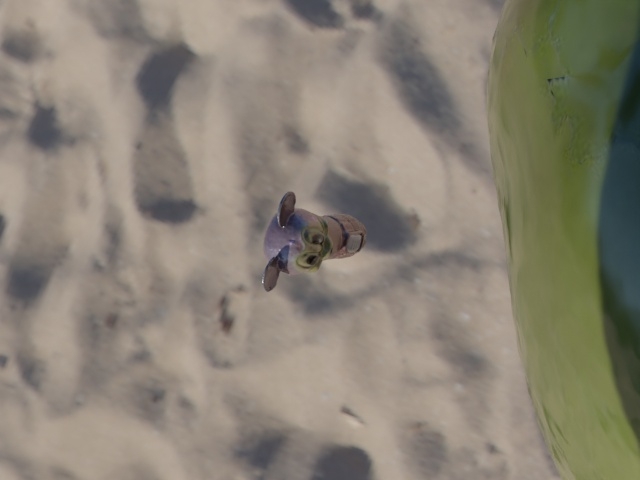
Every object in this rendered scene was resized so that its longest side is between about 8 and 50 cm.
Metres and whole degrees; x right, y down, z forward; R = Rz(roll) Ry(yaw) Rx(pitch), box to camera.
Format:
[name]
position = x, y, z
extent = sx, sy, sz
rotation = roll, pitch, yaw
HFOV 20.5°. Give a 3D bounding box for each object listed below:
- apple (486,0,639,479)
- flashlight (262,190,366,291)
[apple]
position = 0.217, -0.020, 0.503
extent = 0.357, 0.357, 0.357
rotation = -15, 64, 33
[flashlight]
position = 0.000, 0.000, 0.915
extent = 0.031, 0.110, 0.052
rotation = 16, 98, 21
